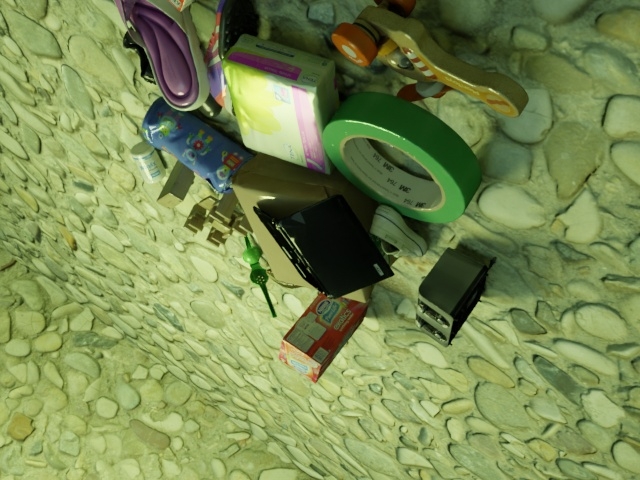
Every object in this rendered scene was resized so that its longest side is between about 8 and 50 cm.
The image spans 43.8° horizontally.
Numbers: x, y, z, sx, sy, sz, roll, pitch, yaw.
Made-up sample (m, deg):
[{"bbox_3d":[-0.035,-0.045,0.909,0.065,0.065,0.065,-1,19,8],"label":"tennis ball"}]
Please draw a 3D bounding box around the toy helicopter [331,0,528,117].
[{"bbox_3d":[0.202,-0.291,1.371,0.355,0.140,0.235,34,173,31],"label":"toy helicopter"}]

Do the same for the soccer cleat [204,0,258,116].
[{"bbox_3d":[-0.205,-0.405,1.706,0.116,0.108,0.318,35,151,20],"label":"soccer cleat"}]

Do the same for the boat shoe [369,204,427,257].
[{"bbox_3d":[0.165,-0.002,1.779,0.083,0.075,0.226,25,171,40],"label":"boat shoe"}]

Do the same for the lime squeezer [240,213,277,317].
[{"bbox_3d":[-0.192,0.073,2.297,0.110,0.059,0.310,-45,-63,-81],"label":"lime squeezer"}]

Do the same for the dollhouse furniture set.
[{"bbox_3d":[-0.291,-0.120,2.155,0.242,0.161,0.212,33,153,-23],"label":"dollhouse furniture set"}]

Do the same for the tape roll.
[{"bbox_3d":[0.159,-0.159,1.581,0.321,0.077,0.321,30,162,11],"label":"tape roll"}]

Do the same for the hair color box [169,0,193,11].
[{"bbox_3d":[-0.248,-0.542,1.582,0.053,0.093,0.167,42,148,-2],"label":"hair color box"}]

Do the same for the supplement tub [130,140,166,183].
[{"bbox_3d":[-0.490,-0.223,2.270,0.071,0.071,0.107,16,142,34],"label":"supplement tub"}]

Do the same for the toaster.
[{"bbox_3d":[0.295,0.121,1.788,0.110,0.185,0.168,31,156,19],"label":"toaster"}]

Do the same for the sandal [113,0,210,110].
[{"bbox_3d":[-0.360,-0.472,1.689,0.169,0.102,0.416,-25,96,31],"label":"sandal"}]

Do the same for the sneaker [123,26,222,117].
[{"bbox_3d":[-0.346,-0.389,1.848,0.286,0.130,0.109,49,146,-17],"label":"sneaker"}]

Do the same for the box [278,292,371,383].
[{"bbox_3d":[0.012,0.237,2.141,0.128,0.257,0.122,32,146,12],"label":"box"}]

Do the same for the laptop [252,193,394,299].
[{"bbox_3d":[0.000,0.000,1.772,0.234,0.137,0.264,56,169,-24],"label":"laptop"}]

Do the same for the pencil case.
[{"bbox_3d":[-0.313,-0.234,2.011,0.306,0.133,0.119,35,178,10],"label":"pencil case"}]

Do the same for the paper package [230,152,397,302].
[{"bbox_3d":[-0.009,-0.043,1.896,0.310,0.168,0.324,13,139,37],"label":"paper package"}]

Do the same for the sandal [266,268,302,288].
[{"bbox_3d":[-0.068,0.099,2.261,0.180,0.049,0.072,1,139,27],"label":"sandal"}]

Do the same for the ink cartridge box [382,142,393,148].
[{"bbox_3d":[0.124,-0.231,1.644,0.083,0.028,0.048,31,148,13],"label":"ink cartridge box"}]

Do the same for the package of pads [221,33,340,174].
[{"bbox_3d":[-0.075,-0.280,1.673,0.229,0.101,0.296,20,153,19],"label":"package of pads"}]
